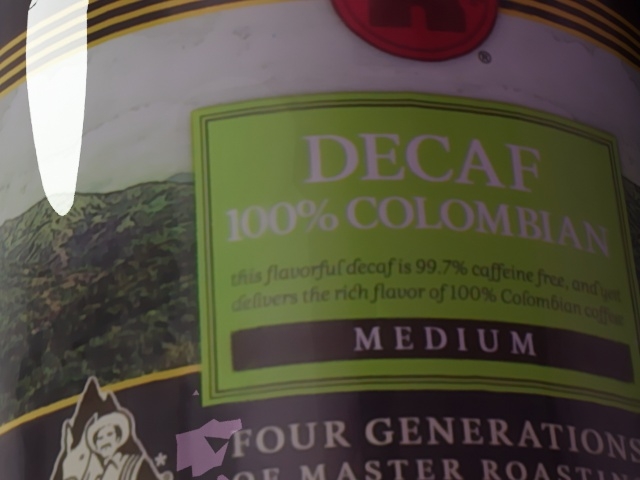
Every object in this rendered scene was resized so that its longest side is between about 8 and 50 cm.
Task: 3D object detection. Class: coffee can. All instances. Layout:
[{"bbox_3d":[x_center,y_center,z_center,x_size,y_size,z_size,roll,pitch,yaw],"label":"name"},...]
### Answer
[{"bbox_3d":[0.000,0.000,0.483,0.202,0.201,0.275,-16,61,23],"label":"coffee can"}]
